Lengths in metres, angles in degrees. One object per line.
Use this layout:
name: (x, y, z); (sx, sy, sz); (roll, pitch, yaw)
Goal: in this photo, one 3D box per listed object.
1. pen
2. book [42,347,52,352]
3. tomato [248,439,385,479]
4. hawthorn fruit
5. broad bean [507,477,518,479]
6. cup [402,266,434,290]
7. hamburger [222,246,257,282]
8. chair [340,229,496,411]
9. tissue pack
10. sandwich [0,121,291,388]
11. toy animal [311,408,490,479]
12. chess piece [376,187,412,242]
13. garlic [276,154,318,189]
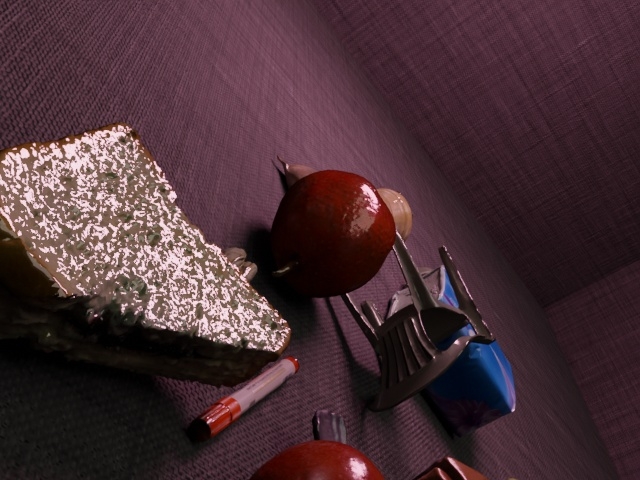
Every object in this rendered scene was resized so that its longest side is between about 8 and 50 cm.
pen: (-0.076, 0.170, 0.749); (0.028, 0.028, 0.239); (60, 19, 6)
book: (-0.237, 0.037, 0.584); (0.077, 0.014, 0.111); (50, 21, -20)
tomato: (-0.008, 0.262, 0.607); (0.167, 0.167, 0.167); (48, 22, -26)
hawthorn fruit: (0.000, 0.000, 0.995); (0.196, 0.197, 0.225); (56, 44, -6)
broad bean: (0.408, 0.517, 1.368); (0.083, 0.045, 0.063); (38, 25, -27)
cup: (0.236, 0.112, 1.473); (0.120, 0.120, 0.141); (55, 12, -8)
hamburger: (-0.114, 0.046, 0.766); (0.054, 0.084, 0.121); (57, 21, -6)
chair: (0.137, 0.139, 1.068); (0.191, 0.203, 0.274); (27, 30, -47)
tissue pack: (0.253, 0.208, 1.309); (0.263, 0.146, 0.198); (55, 19, -7)
sandwich: (-0.166, 0.043, 0.563); (0.288, 0.100, 0.254); (52, 21, -8)
toy animal: (0.084, 0.310, 0.715); (0.298, 0.185, 0.122); (37, 14, 18)
chess piece: (0.084, -0.045, 1.312); (0.137, 0.137, 0.301); (62, 19, 12)
garlic: (-0.019, -0.095, 1.235); (0.084, 0.066, 0.152); (27, 38, -52)
